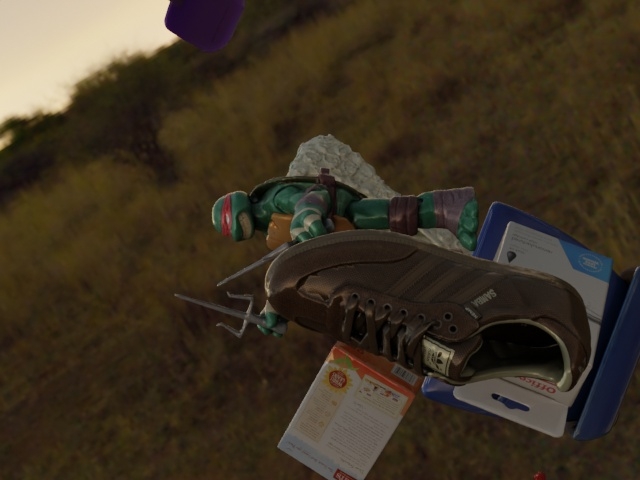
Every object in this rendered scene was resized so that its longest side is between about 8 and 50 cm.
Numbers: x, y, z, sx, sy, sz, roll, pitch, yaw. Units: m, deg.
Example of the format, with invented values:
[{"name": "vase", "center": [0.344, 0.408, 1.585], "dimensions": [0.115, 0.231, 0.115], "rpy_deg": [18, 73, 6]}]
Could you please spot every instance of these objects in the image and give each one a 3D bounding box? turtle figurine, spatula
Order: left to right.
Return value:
[{"name": "spatula", "center": [-0.225, -0.311, 1.340], "dimensions": [0.084, 0.296, 0.030], "rpy_deg": [-66, 22, 0]}, {"name": "turtle figurine", "center": [0.000, 0.000, 0.900], "dimensions": [0.234, 0.118, 0.175], "rpy_deg": [2, -24, -1]}]

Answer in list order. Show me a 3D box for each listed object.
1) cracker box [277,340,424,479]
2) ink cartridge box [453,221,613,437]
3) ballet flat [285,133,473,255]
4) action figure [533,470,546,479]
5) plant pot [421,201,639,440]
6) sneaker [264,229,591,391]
[{"name": "cracker box", "center": [0.048, 0.288, 1.908], "dimensions": [0.232, 0.155, 0.067], "rpy_deg": [-62, -7, 25]}, {"name": "ink cartridge box", "center": [0.189, 0.074, 1.009], "dimensions": [0.180, 0.104, 0.060], "rpy_deg": [-64, -7, -46]}, {"name": "ballet flat", "center": [0.103, -0.007, 1.873], "dimensions": [0.147, 0.409, 0.147], "rpy_deg": [-51, -7, -8]}, {"name": "action figure", "center": [0.328, 0.408, 1.479], "dimensions": [0.091, 0.139, 0.280], "rpy_deg": [-25, 49, -10]}, {"name": "plant pot", "center": [0.259, 0.104, 1.333], "dimensions": [0.236, 0.212, 0.236], "rpy_deg": [24, -93, -81]}, {"name": "sneaker", "center": [0.060, 0.042, 0.646], "dimensions": [0.188, 0.066, 0.071], "rpy_deg": [6, 33, 1]}]
